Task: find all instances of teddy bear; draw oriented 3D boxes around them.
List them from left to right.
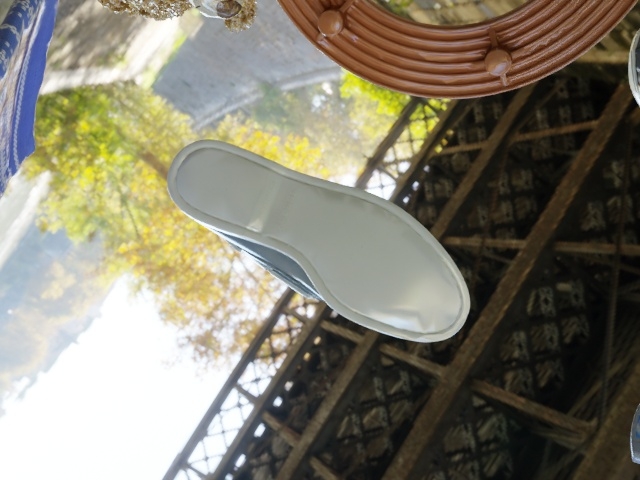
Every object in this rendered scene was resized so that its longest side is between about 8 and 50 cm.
[{"bbox_3d":[-0.184,-0.304,0.851,0.245,0.338,0.113,34,69,-66],"label":"teddy bear"}]

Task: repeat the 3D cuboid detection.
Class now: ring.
[{"bbox_3d":[0.097,-0.269,0.548,0.336,0.336,0.032,-44,-171,28],"label":"ring"}]

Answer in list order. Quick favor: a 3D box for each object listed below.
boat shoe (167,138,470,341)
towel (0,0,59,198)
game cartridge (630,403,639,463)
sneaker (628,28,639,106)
[{"bbox_3d":[0.000,0.000,0.742,0.116,0.319,0.099,-62,174,-7],"label":"boat shoe"},{"bbox_3d":[-0.287,-0.058,0.633,0.243,0.040,0.336,124,-25,-42],"label":"towel"},{"bbox_3d":[0.351,0.196,0.762,0.056,0.017,0.083,7,-133,32],"label":"game cartridge"},{"bbox_3d":[0.555,-0.202,1.112,0.127,0.126,0.321,85,-1,-79],"label":"sneaker"}]
